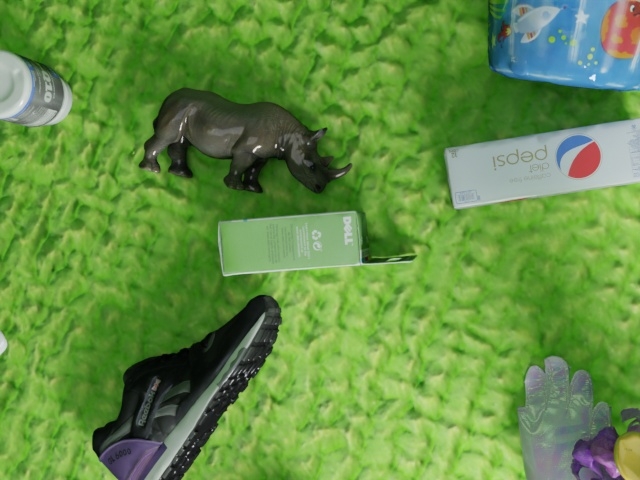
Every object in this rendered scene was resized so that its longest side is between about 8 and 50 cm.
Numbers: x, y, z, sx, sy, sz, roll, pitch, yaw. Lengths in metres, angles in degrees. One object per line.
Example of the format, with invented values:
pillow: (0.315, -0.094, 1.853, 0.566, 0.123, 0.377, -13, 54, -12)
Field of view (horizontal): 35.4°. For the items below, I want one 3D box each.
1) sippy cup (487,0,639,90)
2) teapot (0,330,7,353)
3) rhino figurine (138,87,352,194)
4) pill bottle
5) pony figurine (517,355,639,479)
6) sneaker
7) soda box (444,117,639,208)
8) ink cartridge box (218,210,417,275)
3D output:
sippy cup: (0.272, -0.274, 1.043, 0.240, 0.305, 0.224, 0, 104, -35)
teapot: (-0.483, 0.253, 1.169, 0.256, 0.187, 0.252, -27, 65, 33)
rhino figurine: (-0.082, -0.110, 1.159, 0.243, 0.073, 0.106, 12, 95, 7)
pill bottle: (-0.345, -0.173, 1.165, 0.078, 0.137, 0.078, 0, 91, 9)
pony figurine: (0.340, 0.279, 0.992, 0.303, 0.363, 0.351, 0, 74, 16)
sneaker: (-0.164, 0.162, 1.157, 0.124, 0.107, 0.283, 37, 95, 13)
soda box: (0.248, -0.082, 1.109, 0.216, 0.074, 0.069, -8, 89, 8)
ink cartridge box: (0.000, 0.000, 1.128, 0.209, 0.109, 0.062, -4, 90, 8)
